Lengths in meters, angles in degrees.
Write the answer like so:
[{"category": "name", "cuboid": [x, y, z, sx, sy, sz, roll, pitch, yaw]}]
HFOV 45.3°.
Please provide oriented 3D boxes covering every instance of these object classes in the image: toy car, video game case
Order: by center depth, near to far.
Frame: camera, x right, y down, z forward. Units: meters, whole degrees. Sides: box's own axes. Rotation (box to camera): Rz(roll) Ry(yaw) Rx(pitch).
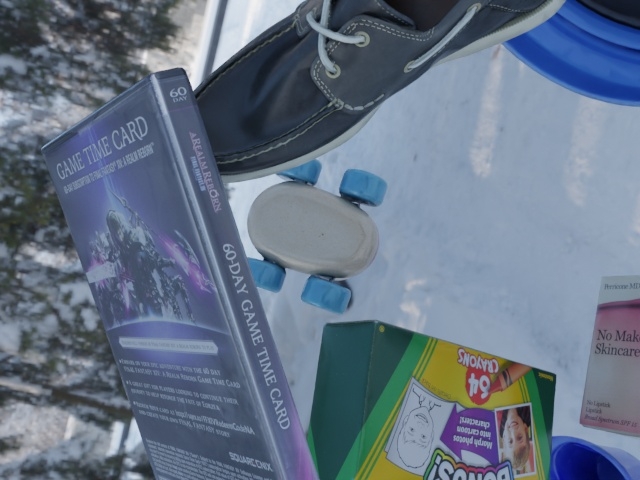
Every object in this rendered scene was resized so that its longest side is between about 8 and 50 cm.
[{"category": "video game case", "cuboid": [-0.088, 0.055, 0.464, 0.196, 0.026, 0.274, -9, 100, 55]}, {"category": "toy car", "cuboid": [0.000, 0.000, 1.267, 0.238, 0.210, 0.219, 48, -120, -77]}]

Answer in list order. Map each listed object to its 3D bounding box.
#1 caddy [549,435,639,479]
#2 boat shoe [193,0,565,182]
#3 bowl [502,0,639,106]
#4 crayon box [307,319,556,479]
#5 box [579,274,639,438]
[{"category": "caddy", "cuboid": [0.406, 0.466, 1.153, 0.241, 0.179, 0.341, -36, 57, 31]}, {"category": "boat shoe", "cuboid": [0.018, -0.111, 0.397, 0.084, 0.233, 0.079, 63, -171, 17]}, {"category": "bowl", "cuboid": [0.198, -0.280, 0.527, 0.391, 0.077, 0.391, 49, 162, 22]}, {"category": "crayon box", "cuboid": [0.146, 0.292, 0.963, 0.106, 0.363, 0.313, -11, 65, 49]}, {"category": "box", "cuboid": [0.488, 0.174, 1.114, 0.149, 0.127, 0.232, -9, 65, 60]}]
